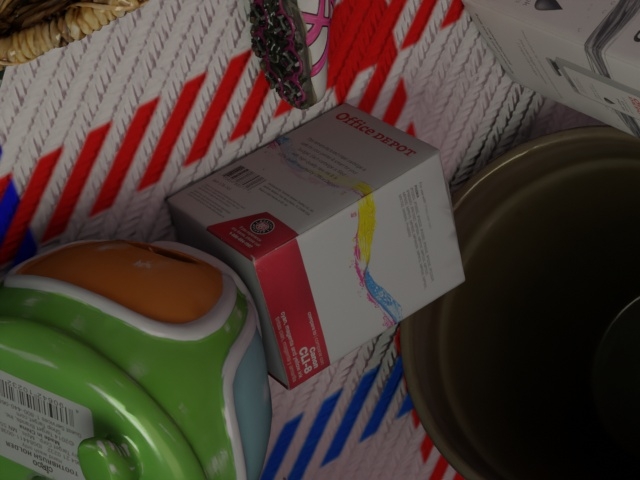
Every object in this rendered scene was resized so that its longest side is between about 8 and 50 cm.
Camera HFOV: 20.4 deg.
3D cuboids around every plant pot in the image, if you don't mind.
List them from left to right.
[{"bbox_3d":[0.273,0.094,1.513,0.323,0.323,0.280,-60,147,2],"label":"plant pot"}]

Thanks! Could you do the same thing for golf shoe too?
[{"bbox_3d":[-0.009,-0.186,1.300,0.086,0.067,0.186,-24,123,-28],"label":"golf shoe"}]

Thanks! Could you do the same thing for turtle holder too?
[{"bbox_3d":[-0.132,0.146,1.251,0.227,0.243,0.320,-51,124,-42],"label":"turtle holder"}]

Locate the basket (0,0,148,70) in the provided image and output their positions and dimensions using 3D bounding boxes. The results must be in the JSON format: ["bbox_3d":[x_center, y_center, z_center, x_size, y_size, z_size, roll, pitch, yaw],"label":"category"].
[{"bbox_3d":[-0.203,-0.243,0.994,0.223,0.213,0.299,-56,135,-30],"label":"basket"}]

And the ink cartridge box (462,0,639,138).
[{"bbox_3d":[0.281,-0.190,1.372,0.207,0.283,0.117,-48,131,-9],"label":"ink cartridge box"}]

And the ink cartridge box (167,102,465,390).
[{"bbox_3d":[0.000,0.000,1.353,0.176,0.128,0.127,-30,126,-22],"label":"ink cartridge box"}]

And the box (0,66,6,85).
[{"bbox_3d":[-0.352,0.002,1.136,0.232,0.058,0.322,9,106,-39],"label":"box"}]
